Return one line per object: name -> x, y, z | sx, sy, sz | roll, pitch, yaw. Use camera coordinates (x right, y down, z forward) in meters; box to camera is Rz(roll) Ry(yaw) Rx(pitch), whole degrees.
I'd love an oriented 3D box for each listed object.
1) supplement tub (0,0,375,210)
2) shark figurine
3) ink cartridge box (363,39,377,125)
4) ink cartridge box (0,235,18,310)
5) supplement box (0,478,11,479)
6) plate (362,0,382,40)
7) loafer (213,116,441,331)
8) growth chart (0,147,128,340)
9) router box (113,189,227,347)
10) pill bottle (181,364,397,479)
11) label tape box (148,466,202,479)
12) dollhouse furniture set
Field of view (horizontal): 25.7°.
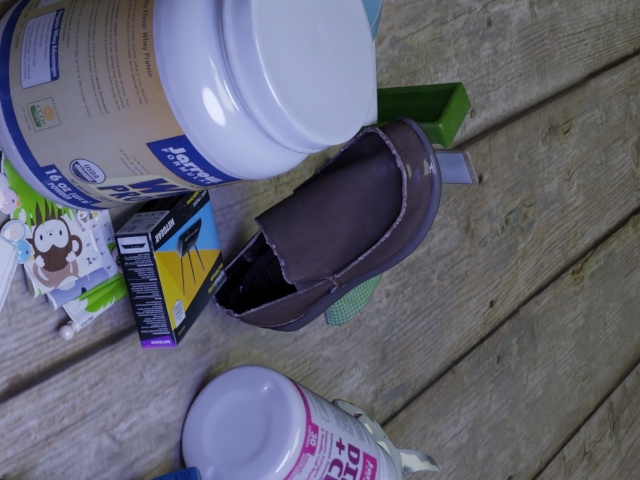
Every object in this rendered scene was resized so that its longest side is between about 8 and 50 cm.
supplement tub -> -0.131, -0.157, 1.315 | 0.228, 0.316, 0.228 | 18, 68, -53
shark figurine -> 0.063, 0.375, 1.927 | 0.166, 0.116, 0.278 | 19, 63, -24
ink cartridge box -> -0.077, -0.202, 1.514 | 0.168, 0.232, 0.171 | -18, 106, -59
ink cartridge box -> -0.369, 0.028, 1.166 | 0.218, 0.092, 0.159 | 44, 55, -50
supplement box -> -0.288, 0.336, 1.331 | 0.104, 0.080, 0.188 | 55, 46, -45
plate -> 0.024, -0.270, 1.431 | 0.188, 0.024, 0.188 | -3, 94, -57
loafer -> 0.000, 0.000, 1.592 | 0.130, 0.366, 0.134 | -7, 58, -44
growth chart -> -0.260, -0.019, 1.421 | 0.172, 0.021, 0.237 | -48, 130, -49
router box -> -0.160, 0.019, 1.532 | 0.179, 0.046, 0.133 | -58, 141, -62
pill bottle -> -0.026, 0.265, 1.690 | 0.283, 0.160, 0.160 | 38, 60, -53
label tape box -> -0.119, 0.432, 1.438 | 0.240, 0.106, 0.334 | -132, -154, -76
dollhouse furniture set -> 0.105, -0.046, 1.915 | 0.301, 0.151, 0.197 | -60, 140, -39
